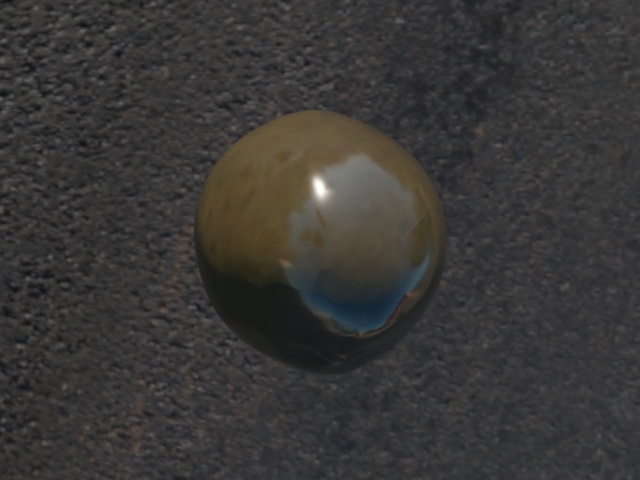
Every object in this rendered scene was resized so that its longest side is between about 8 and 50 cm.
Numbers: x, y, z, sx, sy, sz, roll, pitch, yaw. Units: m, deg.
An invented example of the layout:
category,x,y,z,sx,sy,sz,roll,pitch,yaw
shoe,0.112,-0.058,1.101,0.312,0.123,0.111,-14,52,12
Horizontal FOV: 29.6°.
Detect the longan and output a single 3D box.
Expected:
category,x,y,z,sx,sy,sz,roll,pitch,yaw
longan,0.000,0.000,0.902,0.196,0.220,0.197,-1,80,4
